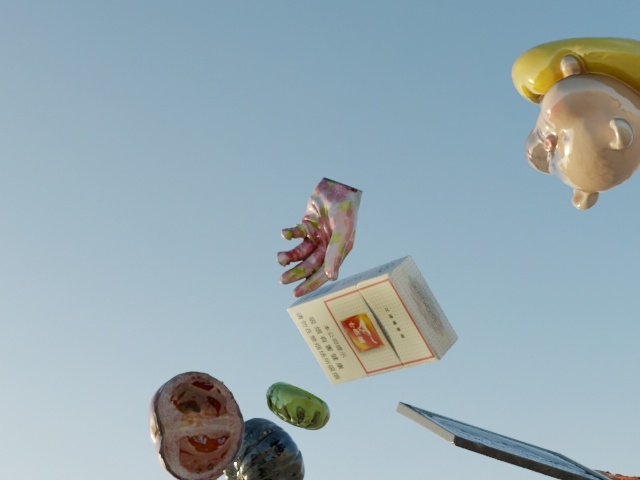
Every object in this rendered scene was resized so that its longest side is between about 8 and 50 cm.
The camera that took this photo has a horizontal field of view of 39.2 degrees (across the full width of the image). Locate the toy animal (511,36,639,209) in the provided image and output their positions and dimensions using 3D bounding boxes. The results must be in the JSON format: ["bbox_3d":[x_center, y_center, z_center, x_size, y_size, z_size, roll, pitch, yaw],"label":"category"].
[{"bbox_3d":[0.439,-0.188,1.526,0.278,0.246,0.345,17,-12,10],"label":"toy animal"}]

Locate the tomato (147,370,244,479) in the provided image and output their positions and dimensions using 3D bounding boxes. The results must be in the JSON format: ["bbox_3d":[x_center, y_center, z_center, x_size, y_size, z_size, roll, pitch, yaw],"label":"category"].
[{"bbox_3d":[-0.267,0.391,1.872,0.199,0.227,0.112,2,-15,-31],"label":"tomato"}]

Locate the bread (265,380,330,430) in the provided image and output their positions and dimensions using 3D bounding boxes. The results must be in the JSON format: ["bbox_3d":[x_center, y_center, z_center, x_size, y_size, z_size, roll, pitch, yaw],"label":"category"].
[{"bbox_3d":[-0.046,0.323,1.747,0.130,0.139,0.071,36,-105,-51],"label":"bread"}]

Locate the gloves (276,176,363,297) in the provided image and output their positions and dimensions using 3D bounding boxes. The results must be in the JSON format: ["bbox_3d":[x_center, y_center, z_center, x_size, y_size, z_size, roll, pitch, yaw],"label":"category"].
[{"bbox_3d":[0.004,0.001,1.784,0.241,0.145,0.126,-70,-20,3],"label":"gloves"}]

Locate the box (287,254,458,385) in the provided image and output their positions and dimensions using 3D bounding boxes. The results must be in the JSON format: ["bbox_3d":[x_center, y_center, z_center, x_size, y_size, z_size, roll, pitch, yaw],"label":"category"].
[{"bbox_3d":[0.105,0.176,1.920,0.330,0.210,0.095,-23,11,44],"label":"box"}]

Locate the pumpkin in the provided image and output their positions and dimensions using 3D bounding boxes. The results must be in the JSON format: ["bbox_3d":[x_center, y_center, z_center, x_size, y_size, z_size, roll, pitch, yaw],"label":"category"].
[{"bbox_3d":[-0.137,0.525,2.121,0.162,0.220,0.220,-27,-21,-40],"label":"pumpkin"}]

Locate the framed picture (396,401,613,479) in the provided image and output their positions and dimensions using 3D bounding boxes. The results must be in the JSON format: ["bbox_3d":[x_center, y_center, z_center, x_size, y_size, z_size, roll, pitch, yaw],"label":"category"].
[{"bbox_3d":[0.248,0.271,1.153,0.266,0.018,0.192,21,-3,-16],"label":"framed picture"}]

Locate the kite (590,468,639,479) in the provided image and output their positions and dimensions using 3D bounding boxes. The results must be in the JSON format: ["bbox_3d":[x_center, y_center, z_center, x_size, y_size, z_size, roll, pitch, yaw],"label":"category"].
[{"bbox_3d":[0.467,0.411,1.578,0.222,0.008,0.125,13,-23,-3],"label":"kite"}]
